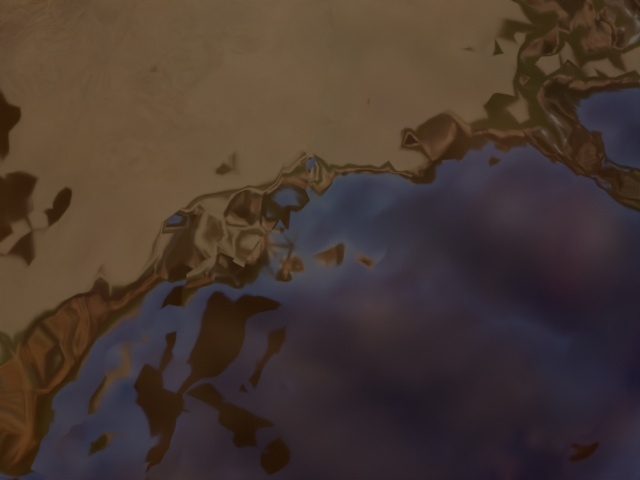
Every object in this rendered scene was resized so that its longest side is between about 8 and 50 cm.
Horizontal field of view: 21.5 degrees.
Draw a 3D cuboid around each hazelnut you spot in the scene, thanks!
[{"bbox_3d":[0.000,0.000,0.578,0.353,0.420,0.421,-6,178,23],"label":"hazelnut"}]
